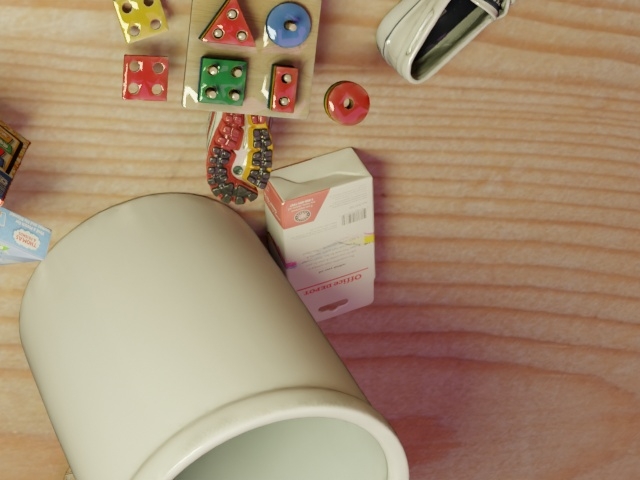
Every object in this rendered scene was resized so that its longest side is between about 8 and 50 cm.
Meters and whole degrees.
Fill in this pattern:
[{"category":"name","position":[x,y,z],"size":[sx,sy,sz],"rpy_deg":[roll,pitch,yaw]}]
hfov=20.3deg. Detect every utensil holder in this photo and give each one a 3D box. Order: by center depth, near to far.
[{"category":"utensil holder","position":[-0.128,0.177,1.943],"size":[0.327,0.385,0.328],"rpy_deg":[-15,133,-17]}]

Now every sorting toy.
[{"category":"sorting toy","position":[-0.077,-0.193,1.824],"size":[0.274,0.046,0.132],"rpy_deg":[5,100,-12]}]

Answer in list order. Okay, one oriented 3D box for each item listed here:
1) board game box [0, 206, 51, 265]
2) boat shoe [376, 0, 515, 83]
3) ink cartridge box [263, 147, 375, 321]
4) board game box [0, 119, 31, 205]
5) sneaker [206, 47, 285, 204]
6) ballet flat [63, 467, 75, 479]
[{"category":"board game box","position":[-0.396,-0.014,1.775],"size":[0.211,0.039,0.160],"rpy_deg":[-8,155,42]},{"category":"boat shoe","position":[0.175,-0.272,1.947],"size":[0.258,0.084,0.095],"rpy_deg":[-48,134,14]},{"category":"ink cartridge box","position":[0.000,0.000,2.093],"size":[0.115,0.067,0.198],"rpy_deg":[-17,132,-16]},{"category":"board game box","position":[-0.354,-0.095,1.683],"size":[0.146,0.193,0.045],"rpy_deg":[38,104,-12]},{"category":"sneaker","position":[-0.084,-0.158,1.907],"size":[0.088,0.093,0.225],"rpy_deg":[11,108,-13]},{"category":"ballet flat","position":[-0.298,0.404,2.239],"size":[0.107,0.106,0.316],"rpy_deg":[-7,130,-25]}]
